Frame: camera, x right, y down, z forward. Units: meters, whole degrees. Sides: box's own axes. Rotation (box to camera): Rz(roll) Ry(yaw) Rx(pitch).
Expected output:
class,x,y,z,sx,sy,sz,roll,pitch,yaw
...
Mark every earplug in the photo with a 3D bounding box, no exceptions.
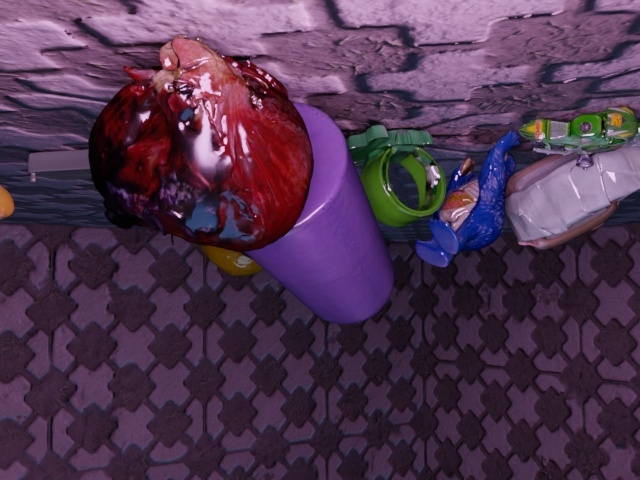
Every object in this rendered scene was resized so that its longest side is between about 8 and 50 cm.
class,x,y,z,sx,sy,sz,roll,pitch,yaw
earplug,0.000,0.000,1.137,0.215,0.215,0.456,-2,153,20

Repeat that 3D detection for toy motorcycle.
class,x,y,z,sx,sy,sz,roll,pitch,yaw
toy motorcycle,0.405,-0.158,1.083,0.190,0.074,0.106,-2,167,30

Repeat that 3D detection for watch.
class,x,y,z,sx,sy,sz,roll,pitch,yaw
watch,0.453,-0.089,1.242,0.253,0.161,0.241,-29,177,1
watch,0.115,-0.100,1.188,0.165,0.151,0.131,-6,170,-34

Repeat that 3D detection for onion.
class,x,y,z,sx,sy,sz,roll,pitch,yaw
onion,-0.146,-0.100,0.843,0.281,0.221,0.281,17,153,9

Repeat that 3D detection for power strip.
class,x,y,z,sx,sy,sz,roll,pitch,yaw
power strip,-0.424,-0.134,1.375,0.216,0.061,0.145,-1,175,14

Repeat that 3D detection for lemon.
class,x,y,z,sx,sy,sz,roll,pitch,yaw
lemon,-0.209,-0.019,1.917,0.229,0.228,0.253,0,173,-3

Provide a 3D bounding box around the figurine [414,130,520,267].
class,x,y,z,sx,sy,sz,roll,pitch,yaw
figurine,0.273,-0.064,1.251,0.121,0.262,0.164,39,167,-5

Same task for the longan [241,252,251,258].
class,x,y,z,sx,sy,sz,roll,pitch,yaw
longan,-0.087,-0.063,1.375,0.248,0.248,0.248,0,176,0

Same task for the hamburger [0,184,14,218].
class,x,y,z,sx,sy,sz,roll,pitch,yaw
hamburger,-0.537,-0.105,0.893,0.261,0.186,0.303,-1,179,21
